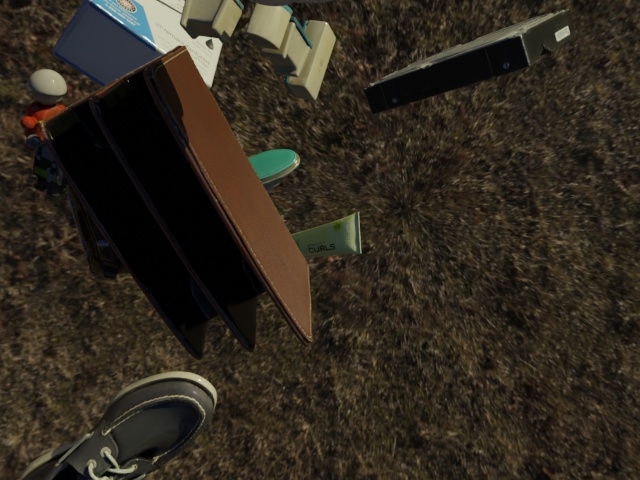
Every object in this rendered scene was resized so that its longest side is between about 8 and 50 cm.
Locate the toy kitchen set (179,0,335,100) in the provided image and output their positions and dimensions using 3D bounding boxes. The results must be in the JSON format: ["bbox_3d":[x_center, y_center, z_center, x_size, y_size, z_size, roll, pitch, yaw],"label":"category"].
[{"bbox_3d":[-0.095,-0.336,1.045,0.166,0.207,0.122,14,80,22],"label":"toy kitchen set"}]

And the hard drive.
[{"bbox_3d":[0.277,-0.338,1.234,0.339,0.237,0.064,-9,109,45],"label":"hard drive"}]

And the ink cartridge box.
[{"bbox_3d":[-0.370,-0.482,1.440,0.285,0.395,0.166,32,129,-28],"label":"ink cartridge box"}]

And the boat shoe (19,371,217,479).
[{"bbox_3d":[-0.164,0.178,0.510,0.206,0.065,0.075,-34,114,15],"label":"boat shoe"}]

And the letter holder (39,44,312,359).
[{"bbox_3d":[-0.140,-0.020,0.668,0.152,0.214,0.302,-26,111,6],"label":"letter holder"}]

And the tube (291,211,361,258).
[{"bbox_3d":[0.000,0.000,1.481,0.240,0.062,0.070,-11,118,43],"label":"tube"}]

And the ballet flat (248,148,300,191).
[{"bbox_3d":[-0.134,-0.095,1.113,0.213,0.068,0.072,-20,51,-5],"label":"ballet flat"}]

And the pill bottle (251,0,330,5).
[{"bbox_3d":[0.009,-0.235,0.373,0.146,0.264,0.146,3,83,-22],"label":"pill bottle"}]

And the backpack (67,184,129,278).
[{"bbox_3d":[-0.475,-0.114,1.585,0.290,0.273,0.355,-3,130,19],"label":"backpack"}]

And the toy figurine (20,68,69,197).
[{"bbox_3d":[-0.374,-0.176,1.066,0.213,0.209,0.148,3,125,-29],"label":"toy figurine"}]
